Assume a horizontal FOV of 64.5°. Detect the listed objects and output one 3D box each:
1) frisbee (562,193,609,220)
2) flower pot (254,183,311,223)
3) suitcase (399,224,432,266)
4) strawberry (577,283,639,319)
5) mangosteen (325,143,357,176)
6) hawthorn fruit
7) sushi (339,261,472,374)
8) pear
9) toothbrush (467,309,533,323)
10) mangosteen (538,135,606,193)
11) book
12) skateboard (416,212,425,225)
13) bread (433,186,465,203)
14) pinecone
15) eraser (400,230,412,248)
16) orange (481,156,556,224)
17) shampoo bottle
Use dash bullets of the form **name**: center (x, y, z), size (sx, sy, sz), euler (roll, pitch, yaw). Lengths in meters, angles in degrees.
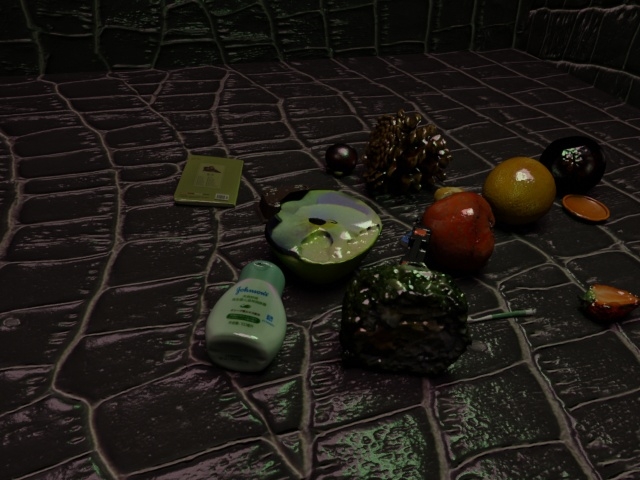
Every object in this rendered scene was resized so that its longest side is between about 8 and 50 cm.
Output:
- **frisbee**: center (1.117, -0.132, 2.145), size (0.191, 0.035, 0.192), euler (4, 38, -3)
- **flower pot**: center (-0.121, -0.150, 1.966), size (0.250, 0.084, 0.179), euler (-10, 41, -20)
- **suitcase**: center (0.287, 0.103, 1.599), size (0.066, 0.207, 0.286), euler (13, 38, 16)
- **strawberry**: center (0.933, 0.207, 1.652), size (0.192, 0.085, 0.140), euler (-13, 34, -30)
- **mangosteen**: center (0.088, -0.348, 2.216), size (0.152, 0.153, 0.153), euler (4, 38, -3)
- **hawthorn fruit**: center (0.451, -0.030, 1.767), size (0.307, 0.276, 0.276), euler (-2, 36, 13)
- **sushi**: center (0.231, 0.210, 1.391), size (0.351, 0.294, 0.178), euler (5, 34, 1)
- **pear**: center (0.003, 0.004, 1.720), size (0.398, 0.165, 0.399), euler (4, 38, -3)
- **toothbrush**: center (0.561, 0.241, 1.613), size (0.256, 0.018, 0.024), euler (-4, 33, -12)
- **mangosteen**: center (1.113, -0.340, 2.252), size (0.287, 0.233, 0.288), euler (-19, 22, 8)
- **book**: center (-0.450, -0.246, 2.086), size (0.238, 0.035, 0.352), euler (4, 38, -5)
- **skateboard**: center (0.433, -0.060, 1.955), size (0.080, 0.067, 0.151), euler (-20, 39, -15)
- **bread**: center (0.526, -0.147, 2.019), size (0.149, 0.122, 0.073), euler (0, 27, -13)
- **pinecone**: center (0.373, -0.340, 2.106), size (0.383, 0.385, 0.385), euler (4, 38, -3)
- **eraser**: center (0.345, 0.002, 1.880), size (0.063, 0.027, 0.084), euler (31, 44, 30)
- **orange**: center (0.776, -0.190, 1.993), size (0.273, 0.275, 0.274), euler (4, 38, -3)
- **shampoo bottle**: center (-0.195, 0.198, 1.462), size (0.221, 0.152, 0.350), euler (7, 37, 5)
